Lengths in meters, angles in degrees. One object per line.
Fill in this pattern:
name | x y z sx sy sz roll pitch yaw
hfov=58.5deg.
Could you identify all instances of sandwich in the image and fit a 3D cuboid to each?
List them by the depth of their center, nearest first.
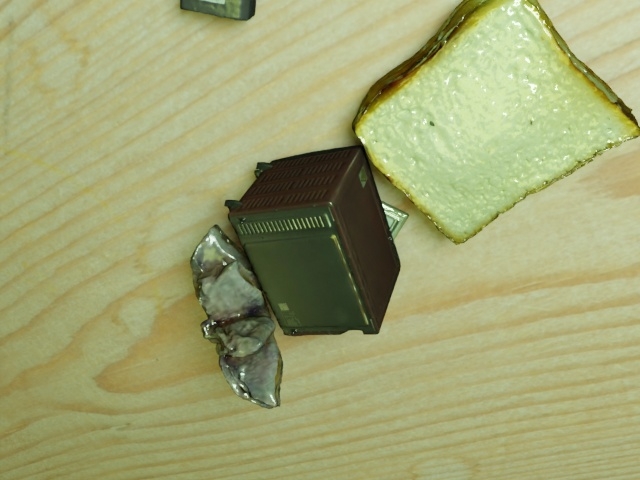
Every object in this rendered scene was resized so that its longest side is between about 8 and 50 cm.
sandwich | 0.219 -0.165 0.787 0.271 0.099 0.301 46 123 -10

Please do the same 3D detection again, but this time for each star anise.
star anise | -0.138 0.133 0.939 0.118 0.331 0.331 -18 121 -15

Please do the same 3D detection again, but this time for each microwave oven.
microwave oven | 0.001 0.001 0.870 0.178 0.188 0.247 -7 124 24

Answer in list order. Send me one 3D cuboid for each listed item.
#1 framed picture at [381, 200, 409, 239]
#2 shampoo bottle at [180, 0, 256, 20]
framed picture | -0.002 0.014 0.996 0.217 0.017 0.274 25 123 -2
shampoo bottle | -0.119 -0.443 0.709 0.098 0.071 0.309 14 123 6
